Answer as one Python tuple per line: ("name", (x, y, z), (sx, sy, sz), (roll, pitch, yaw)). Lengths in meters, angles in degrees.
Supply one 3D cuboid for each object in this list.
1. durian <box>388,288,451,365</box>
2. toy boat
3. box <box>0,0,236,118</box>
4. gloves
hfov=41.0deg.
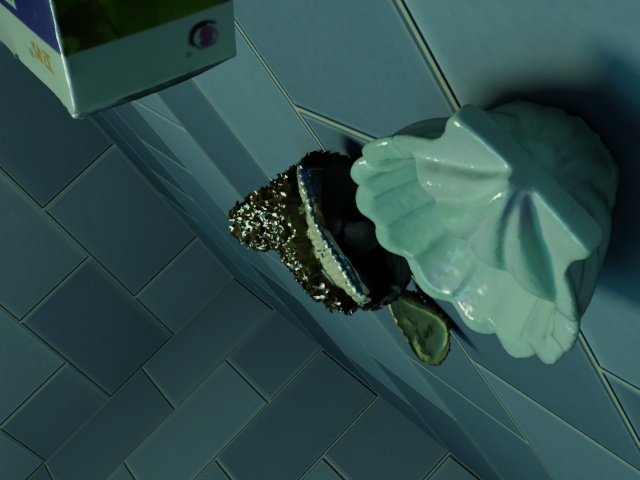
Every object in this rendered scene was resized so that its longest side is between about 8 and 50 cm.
("durian", (0.131, 0.110, 1.151), (0.130, 0.066, 0.052), (57, 167, -13))
("toy boat", (0.119, -0.016, 0.581), (0.199, 0.100, 0.290), (43, 171, 6))
("box", (-0.145, -0.240, 0.410), (0.200, 0.106, 0.299), (40, 144, 35))
("gloves", (0.002, -0.007, 0.995), (0.210, 0.135, 0.312), (41, 172, 0))
